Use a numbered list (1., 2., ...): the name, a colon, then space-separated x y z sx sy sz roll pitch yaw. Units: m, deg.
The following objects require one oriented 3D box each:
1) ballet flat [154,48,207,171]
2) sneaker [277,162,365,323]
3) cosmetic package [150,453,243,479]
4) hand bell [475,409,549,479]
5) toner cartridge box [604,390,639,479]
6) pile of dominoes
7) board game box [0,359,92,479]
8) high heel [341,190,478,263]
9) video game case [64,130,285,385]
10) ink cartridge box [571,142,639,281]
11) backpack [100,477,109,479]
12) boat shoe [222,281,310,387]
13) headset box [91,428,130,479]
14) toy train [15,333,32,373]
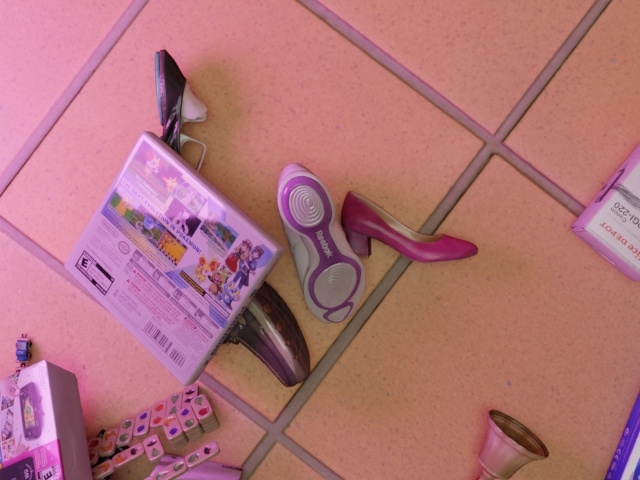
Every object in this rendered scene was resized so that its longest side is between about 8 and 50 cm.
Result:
1. ballet flat: -0.250 -0.194 1.561 0.096 0.095 0.280 2 101 -10
2. sneaker: 0.000 0.000 1.551 0.114 0.152 0.305 -17 114 -3
3. cosmetic package: -0.228 0.488 1.532 0.151 0.151 0.183 10 91 -1
4. hand bell: 0.284 0.435 1.569 0.126 0.126 0.242 33 102 0
5. toner cartridge box: 0.643 0.335 1.569 0.165 0.075 0.347 21 91 1
6. pile of dominoes: -0.298 0.342 1.498 0.251 0.196 0.040 -27 123 -10
7. board game box: -0.549 0.369 1.484 0.303 0.097 0.224 -25 58 10
8. high heel: 0.158 -0.025 1.562 0.244 0.082 0.117 4 101 13
9. video game case: -0.258 0.030 1.498 0.329 0.036 0.300 41 109 18
10. ink cartridge box: 0.577 -0.055 1.556 0.158 0.092 0.218 39 92 0
11. backpack: -0.400 0.500 1.518 0.115 0.152 0.182 -6 95 -42
12. boat shoe: -0.153 0.118 1.553 0.130 0.132 0.355 -39 80 14
13. headset box: -0.394 0.394 1.591 0.062 0.032 0.083 35 89 0
14. toy train: -0.539 0.248 1.587 0.027 0.036 0.158 2 91 0
